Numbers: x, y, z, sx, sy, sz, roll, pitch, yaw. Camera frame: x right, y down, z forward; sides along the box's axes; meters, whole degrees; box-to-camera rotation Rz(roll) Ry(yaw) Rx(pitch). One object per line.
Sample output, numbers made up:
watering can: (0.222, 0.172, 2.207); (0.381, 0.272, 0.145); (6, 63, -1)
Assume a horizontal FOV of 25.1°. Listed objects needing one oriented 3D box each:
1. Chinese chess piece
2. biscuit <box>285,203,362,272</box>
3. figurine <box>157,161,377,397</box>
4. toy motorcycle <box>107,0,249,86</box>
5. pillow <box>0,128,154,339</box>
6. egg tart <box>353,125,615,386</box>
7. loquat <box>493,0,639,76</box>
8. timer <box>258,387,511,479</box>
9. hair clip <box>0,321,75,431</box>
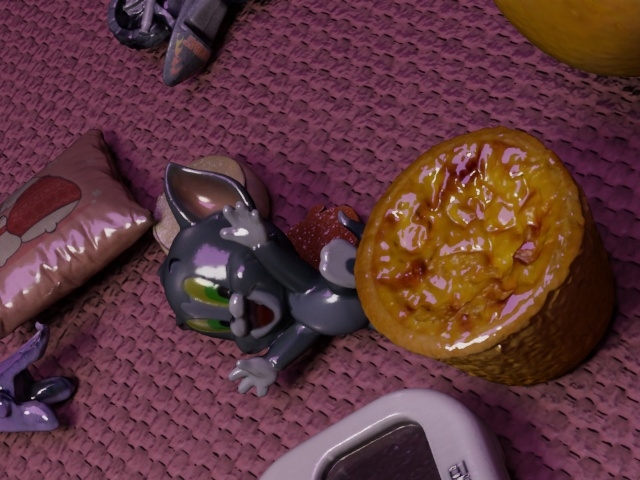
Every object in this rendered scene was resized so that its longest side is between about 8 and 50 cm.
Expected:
Chinese chess piece: (-0.109, -0.026, 1.442); (0.122, 0.051, 0.122); (-19, 52, 27)
biscuit: (0.000, 0.000, 1.374); (0.091, 0.015, 0.078); (-20, 51, 23)
figurine: (-0.029, 0.025, 1.285); (0.265, 0.193, 0.140); (-6, 35, 11)
toy motorcycle: (-0.106, -0.317, 1.588); (0.307, 0.108, 0.173); (-50, 52, 0)
pillow: (-0.292, -0.002, 1.513); (0.236, 0.084, 0.223); (-41, 33, -1)
egg tart: (0.142, 0.028, 1.169); (0.202, 0.147, 0.203); (-16, 55, 24)
loquat: (0.264, -0.302, 1.162); (0.328, 0.328, 0.359); (-34, 73, 12)
timer: (0.056, 0.259, 1.124); (0.237, 0.087, 0.262); (-31, 50, 15)
hair clip: (-0.366, 0.183, 1.446); (0.278, 0.090, 0.137); (-27, 21, 18)
